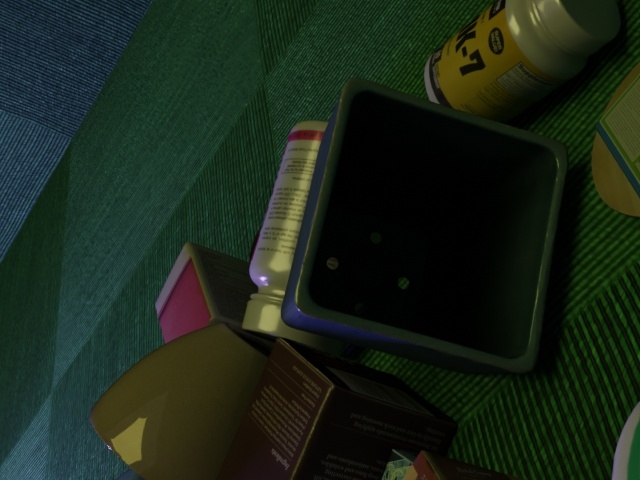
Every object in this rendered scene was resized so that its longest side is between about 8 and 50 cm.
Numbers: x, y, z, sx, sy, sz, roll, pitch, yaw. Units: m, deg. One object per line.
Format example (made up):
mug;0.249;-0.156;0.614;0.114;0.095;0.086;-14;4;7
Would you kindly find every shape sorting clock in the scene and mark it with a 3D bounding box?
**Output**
shape sorting clock;0.332;-0.113;0.986;0.206;0.040;0.206;-47;29;38

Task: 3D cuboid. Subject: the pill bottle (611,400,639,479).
pill bottle;0.356;0.132;0.574;0.361;0.204;0.204;-30;45;51

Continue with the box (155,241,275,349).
box;-0.144;0.125;1.594;0.127;0.149;0.232;-61;26;17

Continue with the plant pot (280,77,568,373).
plant pot;0.085;0.010;1.157;0.252;0.248;0.247;139;146;-71

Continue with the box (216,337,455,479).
box;0.010;0.243;1.189;0.203;0.168;0.167;-66;27;4

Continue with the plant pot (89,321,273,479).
plant pot;-0.125;0.218;1.371;0.191;0.284;0.284;-57;26;0

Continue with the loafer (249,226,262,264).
loafer;-0.032;-0.004;1.555;0.220;0.080;0.078;-49;31;34

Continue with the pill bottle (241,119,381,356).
pill bottle;0.000;0.000;1.399;0.160;0.160;0.283;-3;68;62

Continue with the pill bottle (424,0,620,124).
pill bottle;0.221;-0.212;1.185;0.208;0.119;0.119;-35;42;48

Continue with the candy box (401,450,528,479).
candy box;0.163;0.243;0.876;0.053;0.187;0.109;-60;27;16

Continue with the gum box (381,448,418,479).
gum box;0.089;0.318;1.043;0.157;0.041;0.184;20;88;65

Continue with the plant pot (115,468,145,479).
plant pot;-0.262;0.457;1.570;0.166;0.165;0.234;-39;31;45
